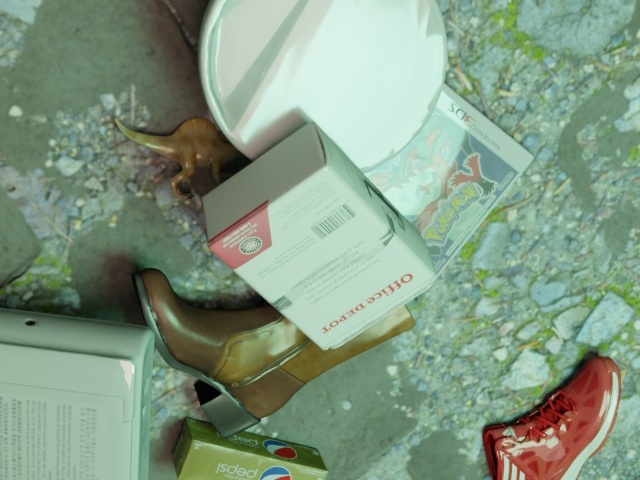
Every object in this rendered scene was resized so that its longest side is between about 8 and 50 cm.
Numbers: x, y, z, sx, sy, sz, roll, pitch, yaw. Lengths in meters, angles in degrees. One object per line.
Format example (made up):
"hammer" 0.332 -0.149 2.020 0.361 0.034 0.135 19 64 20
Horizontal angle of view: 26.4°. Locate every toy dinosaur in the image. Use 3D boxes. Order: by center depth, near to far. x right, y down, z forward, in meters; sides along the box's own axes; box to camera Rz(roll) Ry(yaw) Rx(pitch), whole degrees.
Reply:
"toy dinosaur" -0.150 -0.094 1.540 0.183 0.053 0.092 3 93 -22

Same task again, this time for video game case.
"video game case" 0.128 -0.074 1.625 0.183 0.023 0.201 35 98 -23

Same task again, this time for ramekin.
"ramekin" -0.008 -0.210 1.483 0.273 0.127 0.273 -5 111 -13

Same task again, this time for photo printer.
"photo printer" -0.345 0.200 1.520 0.307 0.107 0.256 6 112 4

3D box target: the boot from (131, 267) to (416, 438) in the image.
"boot" -0.052 0.074 1.589 0.280 0.096 0.264 -32 114 0

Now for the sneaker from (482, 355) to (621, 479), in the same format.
"sneaker" 0.290 0.239 1.748 0.128 0.087 0.221 17 103 -21

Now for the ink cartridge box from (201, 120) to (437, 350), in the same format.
"ink cartridge box" 0.000 0.000 1.465 0.158 0.092 0.218 -34 128 15

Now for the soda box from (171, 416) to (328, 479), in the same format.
"soda box" -0.087 0.274 1.674 0.181 0.061 0.058 16 106 -19
